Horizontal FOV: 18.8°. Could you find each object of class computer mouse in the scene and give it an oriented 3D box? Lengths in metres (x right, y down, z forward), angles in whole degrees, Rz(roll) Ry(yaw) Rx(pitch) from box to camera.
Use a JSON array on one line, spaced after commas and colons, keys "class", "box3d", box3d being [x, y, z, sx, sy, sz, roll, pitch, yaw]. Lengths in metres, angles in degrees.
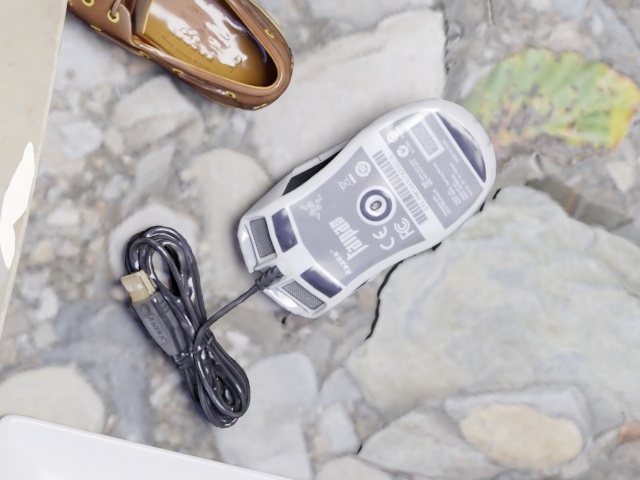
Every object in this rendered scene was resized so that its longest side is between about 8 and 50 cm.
[{"class": "computer mouse", "box3d": [0.000, 0.000, 0.951, 0.193, 0.042, 0.106, -33, 100, 2]}]

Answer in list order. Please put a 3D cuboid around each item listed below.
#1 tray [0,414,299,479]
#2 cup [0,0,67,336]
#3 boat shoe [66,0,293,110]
[{"class": "tray", "box3d": [-0.043, 0.184, 0.954, 0.270, 0.030, 0.145, 15, 61, -14]}, {"class": "cup", "box3d": [-0.246, -0.032, 0.740, 0.237, 0.331, 0.331, 13, 97, -15]}, {"class": "boat shoe", "box3d": [-0.085, -0.122, 0.900, 0.178, 0.060, 0.064, 34, 92, -15]}]
